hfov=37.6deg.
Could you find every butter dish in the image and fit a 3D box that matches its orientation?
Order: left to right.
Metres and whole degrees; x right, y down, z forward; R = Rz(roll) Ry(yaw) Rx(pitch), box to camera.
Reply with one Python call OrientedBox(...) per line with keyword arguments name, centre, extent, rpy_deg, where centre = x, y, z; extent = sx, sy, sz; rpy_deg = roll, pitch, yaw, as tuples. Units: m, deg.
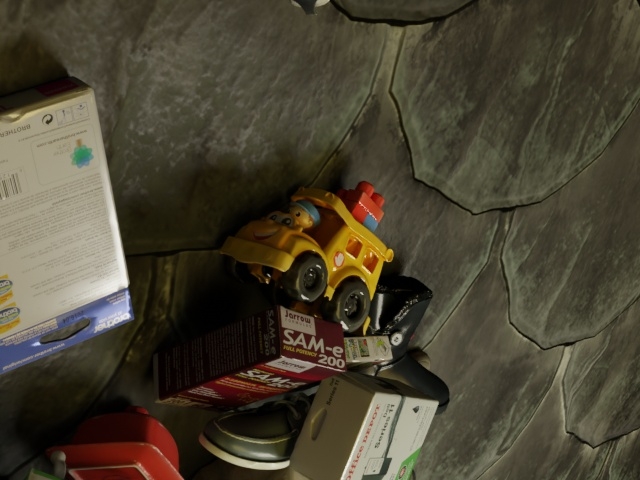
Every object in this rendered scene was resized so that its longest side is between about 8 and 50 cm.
OrientedBox(name="butter dish", centre=(-0.258, 0.277, 1.258), extent=(0.160, 0.118, 0.160), rpy_deg=(-8, 135, 15))

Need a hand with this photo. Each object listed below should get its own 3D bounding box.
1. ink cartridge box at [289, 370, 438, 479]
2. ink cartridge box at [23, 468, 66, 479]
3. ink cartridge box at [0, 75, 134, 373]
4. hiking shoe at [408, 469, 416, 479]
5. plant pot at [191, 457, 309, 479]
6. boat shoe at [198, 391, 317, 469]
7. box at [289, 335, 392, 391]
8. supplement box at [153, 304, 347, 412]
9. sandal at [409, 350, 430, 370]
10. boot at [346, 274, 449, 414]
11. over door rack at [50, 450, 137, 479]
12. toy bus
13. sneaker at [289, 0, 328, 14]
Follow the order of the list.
OrientedBox(name="ink cartridge box", centre=(0.066, 0.273, 1.333), extent=(0.208, 0.087, 0.153), rpy_deg=(21, 91, -56))
OrientedBox(name="ink cartridge box", centre=(-0.320, 0.429, 1.109), extent=(0.201, 0.117, 0.278), rpy_deg=(28, 113, -23))
OrientedBox(name="ink cartridge box", centre=(-0.324, -0.012, 1.061), extent=(0.185, 0.065, 0.311), rpy_deg=(-24, 126, -28))
OrientedBox(name="hiking shoe", centre=(0.066, 0.472, 1.682), extent=(0.227, 0.086, 0.114), rpy_deg=(-51, 123, -12))
OrientedBox(name="plant pot", centre=(-0.048, 0.468, 1.434), extent=(0.334, 0.334, 0.305), rpy_deg=(-48, 124, -7))
OrientedBox(name="boat shoe", centre=(-0.043, 0.253, 1.353), extent=(0.319, 0.116, 0.099), rpy_deg=(6, 110, -49))
OrientedBox(name="box", centre=(-0.007, 0.184, 1.368), extent=(0.114, 0.207, 0.036), rpy_deg=(3, 69, -42))
OrientedBox(name="supplement box", centre=(-0.097, 0.163, 1.248), extent=(0.239, 0.073, 0.130), rpy_deg=(-25, 150, 35))
OrientedBox(name="sandal", centre=(0.170, 0.298, 1.668), extent=(0.090, 0.060, 0.219), rpy_deg=(-13, 122, -35))
OrientedBox(name="boot", centre=(0.141, 0.169, 1.522), extent=(0.246, 0.094, 0.207), rpy_deg=(14, 108, -27))
OrientedBox(name="over door rack", centre=(-0.316, 0.426, 1.241), extent=(0.239, 0.108, 0.324), rpy_deg=(27, 113, -21))
OrientedBox(name="toy bus", centre=(0.000, 0.000, 1.299), extent=(0.220, 0.149, 0.211), rpy_deg=(38, 75, -44))
OrientedBox(name="sneaker", centre=(-0.036, -0.335, 1.088), extent=(0.235, 0.094, 0.153), rpy_deg=(-21, 119, -43))
